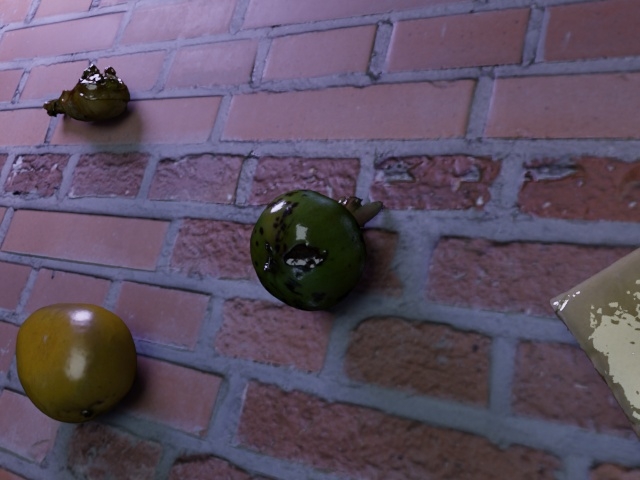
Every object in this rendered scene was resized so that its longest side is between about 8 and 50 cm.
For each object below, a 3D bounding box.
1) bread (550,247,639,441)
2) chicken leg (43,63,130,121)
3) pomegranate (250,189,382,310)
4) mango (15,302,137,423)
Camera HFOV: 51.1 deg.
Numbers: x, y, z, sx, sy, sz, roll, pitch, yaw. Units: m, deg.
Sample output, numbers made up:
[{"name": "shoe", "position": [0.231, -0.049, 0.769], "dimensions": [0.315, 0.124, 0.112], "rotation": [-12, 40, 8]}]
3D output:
[{"name": "bread", "position": [0.284, 0.056, 0.496], "dimensions": [0.178, 0.060, 0.140], "rotation": [-34, 57, 14]}, {"name": "chicken leg", "position": [-0.353, -0.215, 1.000], "dimensions": [0.178, 0.070, 0.093], "rotation": [-4, 62, 40]}, {"name": "pomegranate", "position": [0.000, 0.000, 0.672], "dimensions": [0.122, 0.122, 0.161], "rotation": [21, 44, 36]}, {"name": "mango", "position": [-0.294, 0.135, 0.792], "dimensions": [0.195, 0.098, 0.137], "rotation": [26, 87, 44]}]
